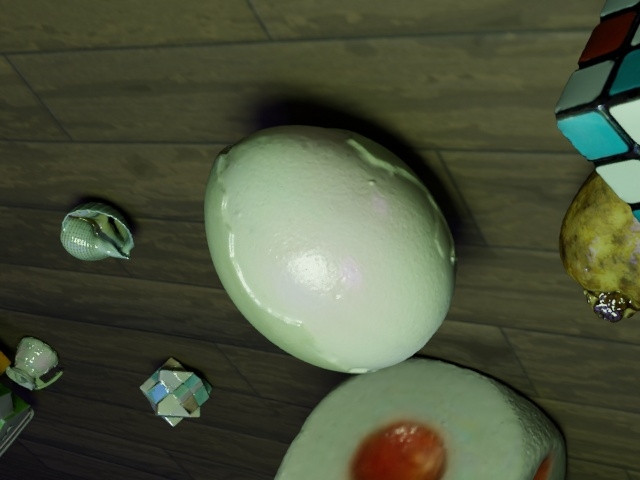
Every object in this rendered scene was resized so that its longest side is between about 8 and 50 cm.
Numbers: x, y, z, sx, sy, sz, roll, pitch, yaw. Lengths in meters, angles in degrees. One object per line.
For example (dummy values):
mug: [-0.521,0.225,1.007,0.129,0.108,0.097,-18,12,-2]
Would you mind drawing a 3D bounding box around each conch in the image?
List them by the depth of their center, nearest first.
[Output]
conch: [-0.241,-0.013,1.297,0.085,0.056,0.076,8,130,-1]

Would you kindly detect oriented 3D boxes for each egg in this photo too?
egg: [0.000,0.000,0.961,0.217,0.183,0.183,33,153,-26]

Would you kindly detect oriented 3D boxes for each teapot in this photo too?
teapot: [-0.425,0.189,1.775,0.064,0.064,0.083,-5,136,48]

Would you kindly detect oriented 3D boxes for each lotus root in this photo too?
lotus root: [0.233,-0.024,0.822,0.108,0.094,0.191,6,142,-5]

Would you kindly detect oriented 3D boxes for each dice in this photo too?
dice: [0.101,0.292,1.265,0.243,0.259,0.251,17,150,24]

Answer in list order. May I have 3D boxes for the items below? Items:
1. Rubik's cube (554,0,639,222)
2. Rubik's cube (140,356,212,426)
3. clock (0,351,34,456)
Rubik's cube: [0.246,-0.084,0.638,0.154,0.155,0.151,44,148,-24]
Rubik's cube: [-0.188,0.204,1.567,0.073,0.075,0.084,34,172,33]
clock: [-0.579,0.217,1.826,0.235,0.166,0.309,36,155,4]
